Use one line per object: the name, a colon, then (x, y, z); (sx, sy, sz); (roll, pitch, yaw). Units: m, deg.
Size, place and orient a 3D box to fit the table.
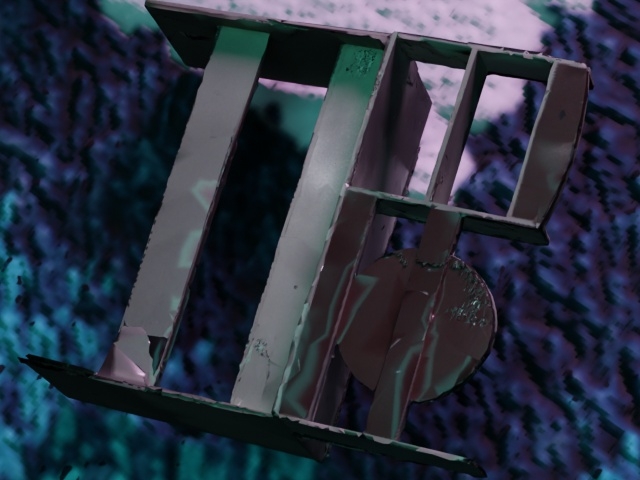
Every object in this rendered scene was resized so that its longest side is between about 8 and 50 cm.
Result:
table: (0.000, 0.000, 0.657); (0.175, 0.062, 0.146); (12, 73, 20)
